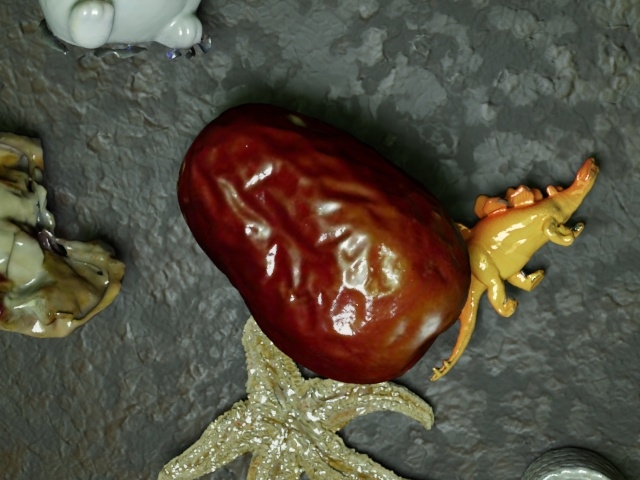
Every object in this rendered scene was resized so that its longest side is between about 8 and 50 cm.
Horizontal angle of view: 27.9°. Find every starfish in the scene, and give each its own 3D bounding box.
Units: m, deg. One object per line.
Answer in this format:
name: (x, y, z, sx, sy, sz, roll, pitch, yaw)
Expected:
starfish: (-0.033, 0.230, 1.440, 0.302, 0.060, 0.299, -39, 101, 7)

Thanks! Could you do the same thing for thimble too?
thimble: (0.275, 0.282, 1.399, 0.115, 0.090, 0.102, 22, 100, 4)

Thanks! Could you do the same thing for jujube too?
jujube: (0.000, 0.000, 1.313, 0.318, 0.223, 0.223, 41, 104, 12)

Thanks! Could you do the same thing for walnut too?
walnut: (-0.344, 0.011, 1.372, 0.141, 0.204, 0.238, -36, 87, 44)

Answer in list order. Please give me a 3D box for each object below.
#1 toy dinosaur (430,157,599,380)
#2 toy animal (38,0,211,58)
toy dinosaur: (0.182, 0.014, 1.367, 0.117, 0.070, 0.288, 42, 100, 8)
toy animal: (-0.173, -0.338, 1.260, 0.183, 0.247, 0.310, 8, 119, -12)
